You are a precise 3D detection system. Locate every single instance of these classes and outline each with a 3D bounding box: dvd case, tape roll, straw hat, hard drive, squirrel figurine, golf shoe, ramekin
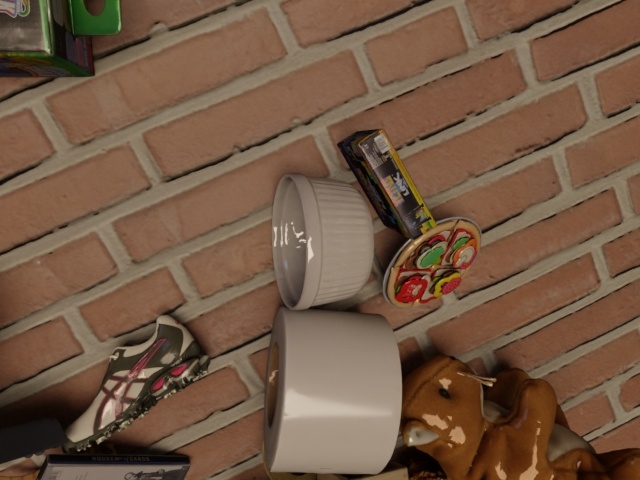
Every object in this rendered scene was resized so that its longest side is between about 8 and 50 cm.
[{"bbox_3d":[-0.362,0.440,0.806,0.239,0.030,0.179,22,98,-38],"label":"dvd case"},{"bbox_3d":[0.007,0.231,0.765,0.169,0.246,0.246,7,100,-11],"label":"tape roll"},{"bbox_3d":[-0.051,0.397,0.879,0.145,0.144,0.061,26,138,-14],"label":"straw hat"},{"bbox_3d":[-0.522,0.318,0.694,0.255,0.172,0.054,-5,72,-42],"label":"hard drive"},{"bbox_3d":[0.268,0.399,0.838,0.371,0.281,0.396,27,93,-8],"label":"squirrel figurine"},{"bbox_3d":[-0.317,0.239,0.799,0.273,0.105,0.120,-35,83,-2],"label":"golf shoe"},{"bbox_3d":[0.000,0.000,0.741,0.109,0.207,0.207,-3,102,-19],"label":"ramekin"}]

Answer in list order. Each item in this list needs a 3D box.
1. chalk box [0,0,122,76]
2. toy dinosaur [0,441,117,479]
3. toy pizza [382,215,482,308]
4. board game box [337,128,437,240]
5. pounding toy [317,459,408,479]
[{"bbox_3d":[-0.404,-0.311,0.618,0.289,0.179,0.180,-2,101,-10],"label":"chalk box"},{"bbox_3d":[-0.453,0.403,0.823,0.212,0.064,0.112,-13,91,-17],"label":"toy dinosaur"},{"bbox_3d":[0.196,0.047,0.818,0.201,0.032,0.201,-17,134,-19],"label":"toy pizza"},{"bbox_3d":[0.101,-0.092,0.767,0.048,0.141,0.170,-34,105,-4],"label":"board game box"},{"bbox_3d":[0.066,0.410,0.755,0.130,0.141,0.100,-1,81,-26],"label":"pounding toy"}]
